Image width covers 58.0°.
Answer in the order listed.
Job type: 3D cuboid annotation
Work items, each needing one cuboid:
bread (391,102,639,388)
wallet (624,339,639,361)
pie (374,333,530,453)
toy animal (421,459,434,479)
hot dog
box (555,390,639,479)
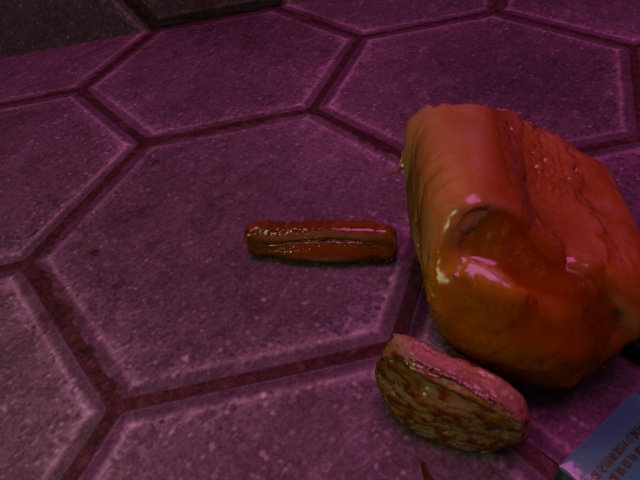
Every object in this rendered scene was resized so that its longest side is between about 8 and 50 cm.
[{"bbox_3d":[0.266,0.014,0.835,0.361,0.250,0.394,23,40,-12],"label":"bread"},{"bbox_3d":[0.582,0.082,0.896,0.318,0.045,0.172,-17,39,-8],"label":"wallet"},{"bbox_3d":[0.166,0.196,0.740,0.205,0.179,0.084,19,53,20],"label":"pie"},{"bbox_3d":[0.151,0.335,0.655,0.219,0.095,0.155,-35,38,18],"label":"toy animal"},{"bbox_3d":[0.000,-0.001,1.072,0.289,0.083,0.068,3,24,13],"label":"hot dog"},{"bbox_3d":[0.423,0.304,0.675,0.162,0.041,0.229,-32,46,-23],"label":"box"}]
